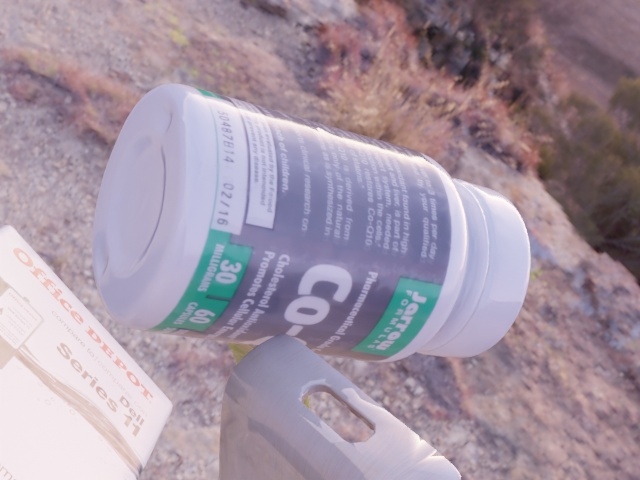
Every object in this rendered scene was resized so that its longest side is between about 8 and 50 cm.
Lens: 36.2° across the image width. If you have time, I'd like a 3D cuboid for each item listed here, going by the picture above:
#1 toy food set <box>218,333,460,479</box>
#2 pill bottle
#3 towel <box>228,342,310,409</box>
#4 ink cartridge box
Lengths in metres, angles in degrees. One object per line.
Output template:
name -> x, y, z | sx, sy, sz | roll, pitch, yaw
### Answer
toy food set -> 0.013, 0.249, 0.744 | 0.092, 0.306, 0.219 | -11, 27, -32
pill bottle -> 0.000, 0.000, 0.875 | 0.361, 0.204, 0.204 | 11, 45, -31
towel -> -0.056, 0.138, 1.039 | 0.102, 0.237, 0.021 | 34, 73, 12
ink cartridge box -> -0.170, 0.095, 0.484 | 0.153, 0.087, 0.208 | 50, 12, -10
